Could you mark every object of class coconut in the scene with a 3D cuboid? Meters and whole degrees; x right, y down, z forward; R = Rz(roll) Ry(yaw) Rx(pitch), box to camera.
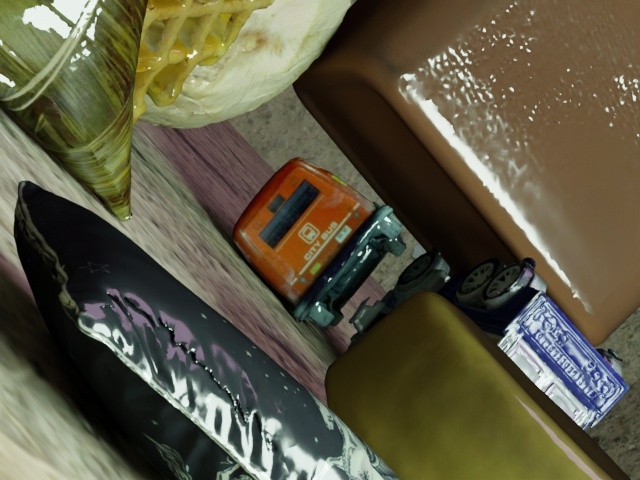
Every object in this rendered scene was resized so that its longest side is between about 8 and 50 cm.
[{"bbox_3d":[-0.104,-0.232,1.170,0.254,0.297,0.297,40,-3,44],"label":"coconut"}]

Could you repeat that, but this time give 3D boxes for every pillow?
[{"bbox_3d":[-0.024,0.068,0.513,0.208,0.055,0.141,47,-4,-24],"label":"pillow"}]

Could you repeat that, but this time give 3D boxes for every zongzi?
[{"bbox_3d":[-0.102,-0.130,0.805,0.184,0.187,0.084,47,-10,-38],"label":"zongzi"}]

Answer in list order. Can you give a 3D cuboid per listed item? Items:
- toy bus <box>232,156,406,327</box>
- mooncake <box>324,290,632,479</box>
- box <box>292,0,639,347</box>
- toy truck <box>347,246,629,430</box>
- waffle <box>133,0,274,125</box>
[{"bbox_3d":[0.000,0.000,1.365,0.120,0.121,0.265,39,1,6],"label":"toy bus"},{"bbox_3d":[0.108,0.147,0.850,0.235,0.117,0.235,47,5,-5],"label":"mooncake"},{"bbox_3d":[0.172,-0.102,1.286,0.339,0.229,0.239,50,-13,-15],"label":"box"},{"bbox_3d":[0.114,0.104,1.232,0.124,0.155,0.268,47,-12,-15],"label":"toy truck"},{"bbox_3d":[-0.094,-0.178,0.915,0.056,0.253,0.249,38,-28,23],"label":"waffle"}]
